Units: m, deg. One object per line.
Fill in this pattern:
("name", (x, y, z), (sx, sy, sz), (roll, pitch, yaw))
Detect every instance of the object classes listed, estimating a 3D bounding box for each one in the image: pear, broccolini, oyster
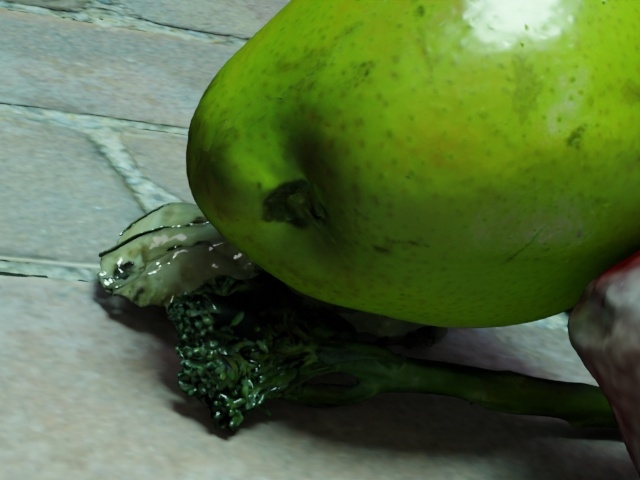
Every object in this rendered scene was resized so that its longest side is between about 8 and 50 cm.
("pear", (0.054, -0.049, 0.815), (0.220, 0.187, 0.187), (-12, 33, -33))
("broccolini", (0.047, 0.063, 0.862), (0.254, 0.071, 0.057), (15, -5, -29))
("oyster", (-0.002, 0.003, 0.917), (0.209, 0.072, 0.133), (7, 19, -20))

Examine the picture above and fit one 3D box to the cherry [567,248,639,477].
("cherry", (0.244, 0.058, 0.774), (0.300, 0.203, 0.230), (7, 28, 4))
